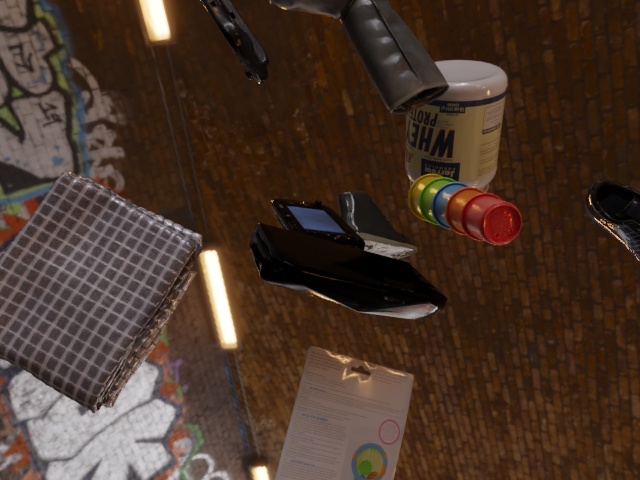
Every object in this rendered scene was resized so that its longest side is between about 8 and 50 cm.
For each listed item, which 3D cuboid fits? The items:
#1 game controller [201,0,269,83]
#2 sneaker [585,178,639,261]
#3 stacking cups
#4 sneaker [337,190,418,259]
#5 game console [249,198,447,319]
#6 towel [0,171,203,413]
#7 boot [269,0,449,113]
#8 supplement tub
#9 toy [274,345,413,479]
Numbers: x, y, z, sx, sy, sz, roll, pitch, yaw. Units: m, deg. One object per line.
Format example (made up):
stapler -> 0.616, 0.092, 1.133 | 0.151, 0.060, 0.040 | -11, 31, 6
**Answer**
game controller -> -0.209, -0.477, 1.151 | 0.067, 0.166, 0.319 | -39, -123, 14
sneaker -> 0.539, -0.016, 0.865 | 0.232, 0.081, 0.090 | 44, 5, 29
stacking cups -> 0.235, -0.061, 0.891 | 0.316, 0.096, 0.096 | -124, -166, -79
sneaker -> 0.124, -0.031, 1.099 | 0.083, 0.222, 0.118 | -23, -116, 37
game console -> 0.000, 0.000, 0.706 | 0.044, 0.213, 0.361 | -69, -157, 14
towel -> -0.330, 0.063, 0.754 | 0.235, 0.283, 0.121 | 27, -13, 6
boot -> 0.051, -0.257, 0.678 | 0.208, 0.190, 0.076 | 69, -20, 1
supplement tub -> 0.330, -0.262, 1.320 | 0.235, 0.235, 0.324 | 30, -45, 42
toy -> 0.014, 0.254, 0.599 | 0.056, 0.137, 0.237 | 148, -41, -66
